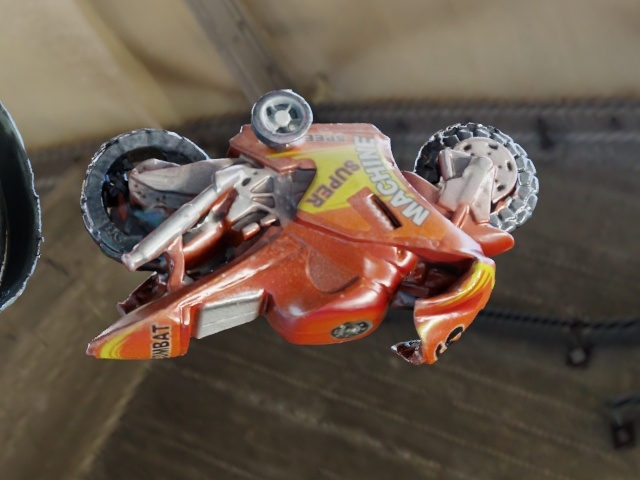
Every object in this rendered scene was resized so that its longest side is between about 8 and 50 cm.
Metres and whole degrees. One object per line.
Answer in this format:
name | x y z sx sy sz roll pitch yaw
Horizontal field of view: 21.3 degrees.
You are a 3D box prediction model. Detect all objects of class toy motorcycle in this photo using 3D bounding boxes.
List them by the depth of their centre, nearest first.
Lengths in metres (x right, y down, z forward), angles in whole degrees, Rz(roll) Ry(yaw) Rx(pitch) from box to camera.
toy motorcycle | 0.000 -0.001 1.062 0.298 0.089 0.171 -3 -109 -10

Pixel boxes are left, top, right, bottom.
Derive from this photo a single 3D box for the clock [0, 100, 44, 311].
clock | -0.399 -0.079 1.431 0.076 0.386 0.386 -33 -131 26
